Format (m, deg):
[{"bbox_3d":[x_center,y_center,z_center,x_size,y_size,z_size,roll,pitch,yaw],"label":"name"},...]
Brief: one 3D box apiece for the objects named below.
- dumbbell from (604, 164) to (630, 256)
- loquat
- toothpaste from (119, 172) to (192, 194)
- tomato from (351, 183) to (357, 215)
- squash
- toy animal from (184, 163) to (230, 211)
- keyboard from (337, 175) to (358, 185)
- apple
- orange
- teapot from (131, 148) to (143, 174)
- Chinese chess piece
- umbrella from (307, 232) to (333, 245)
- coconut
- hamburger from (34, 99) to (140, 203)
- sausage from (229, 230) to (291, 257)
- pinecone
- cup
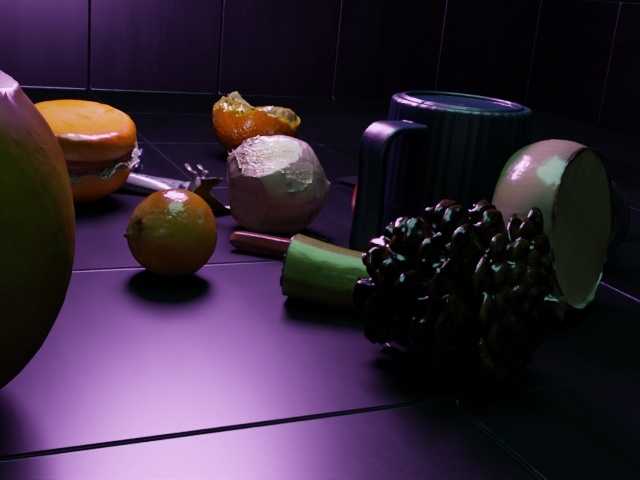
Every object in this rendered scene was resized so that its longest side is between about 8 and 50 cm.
[{"bbox_3d":[0.486,-0.076,1.618,0.179,0.179,0.406,8,16,9],"label":"dumbbell"},{"bbox_3d":[-0.223,-0.011,1.252,0.141,0.141,0.141,5,16,-1],"label":"loquat"},{"bbox_3d":[-0.404,-0.125,1.727,0.268,0.047,0.069,8,-2,2],"label":"toothpaste"},{"bbox_3d":[0.139,-0.077,1.562,0.167,0.167,0.167,5,16,-1],"label":"tomato"},{"bbox_3d":[0.043,0.058,1.190,0.188,0.095,0.095,14,18,12],"label":"squash"},{"bbox_3d":[-0.236,-0.099,1.611,0.219,0.095,0.155,-7,25,-38],"label":"toy animal"},{"bbox_3d":[0.132,-0.123,1.950,0.196,0.015,0.074,18,25,38],"label":"keyboard"},{"bbox_3d":[-0.418,-0.010,0.771,0.374,0.374,0.384,19,17,39],"label":"apple"},{"bbox_3d":[-0.166,-0.277,2.114,0.237,0.158,0.179,23,15,35],"label":"orange"},{"bbox_3d":[-0.440,-0.168,1.813,0.108,0.149,0.111,18,53,-9],"label":"teapot"},{"bbox_3d":[0.347,-0.021,1.245,0.104,0.257,0.257,4,12,37],"label":"Chinese chess piece"},{"bbox_3d":[0.000,0.002,1.478,0.031,0.020,0.083,-2,13,-26],"label":"umbrella"},{"bbox_3d":[-0.073,-0.100,1.523,0.194,0.194,0.194,5,16,-1],"label":"coconut"},{"bbox_3d":[-0.468,-0.160,1.603,0.246,0.170,0.246,10,26,-5],"label":"hamburger"},{"bbox_3d":[-0.081,0.009,1.401,0.147,0.035,0.030,12,49,14],"label":"sausage"},{"bbox_3d":[0.168,0.053,1.020,0.272,0.224,0.224,14,18,40],"label":"pinecone"},{"bbox_3d":[0.180,-0.084,1.345,0.308,0.292,0.242,2,17,-14],"label":"cup"}]
